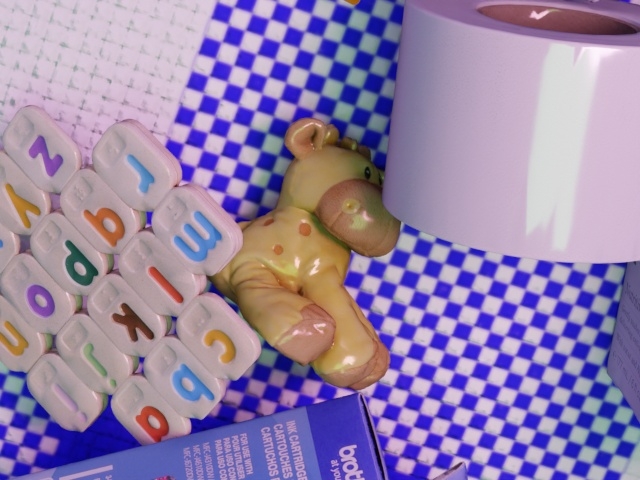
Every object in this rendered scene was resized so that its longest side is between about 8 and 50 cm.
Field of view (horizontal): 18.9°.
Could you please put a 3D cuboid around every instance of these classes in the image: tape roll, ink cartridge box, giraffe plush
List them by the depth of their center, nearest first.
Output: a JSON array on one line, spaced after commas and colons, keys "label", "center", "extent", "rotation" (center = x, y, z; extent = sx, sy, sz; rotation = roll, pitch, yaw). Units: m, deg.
[{"label": "tape roll", "center": [0.176, -0.096, 1.514], "extent": [0.246, 0.246, 0.169], "rotation": [5, 107, -7]}, {"label": "giraffe plush", "center": [0.000, 0.000, 1.602], "extent": [0.210, 0.181, 0.170], "rotation": [39, 93, 18]}, {"label": "ink cartridge box", "center": [-0.059, 0.290, 1.603], "extent": [0.396, 0.151, 0.270], "rotation": [-12, 132, 1]}]

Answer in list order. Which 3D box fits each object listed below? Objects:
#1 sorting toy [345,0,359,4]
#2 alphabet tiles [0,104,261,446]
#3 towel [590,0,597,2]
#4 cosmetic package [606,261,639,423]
[{"label": "sorting toy", "center": [0.089, -0.348, 1.523], "extent": [0.196, 0.047, 0.347], "rotation": [40, 102, -13]}, {"label": "alphabet tiles", "center": [-0.179, 0.034, 1.572], "extent": [0.278, 0.021, 0.284], "rotation": [46, 127, 6]}, {"label": "towel", "center": [0.304, -0.326, 1.502], "extent": [0.285, 0.034, 0.209], "rotation": [-22, 110, 1]}, {"label": "cosmetic package", "center": [0.361, -0.018, 1.583], "extent": [0.156, 0.217, 0.385], "rotation": [4, 109, -7]}]
